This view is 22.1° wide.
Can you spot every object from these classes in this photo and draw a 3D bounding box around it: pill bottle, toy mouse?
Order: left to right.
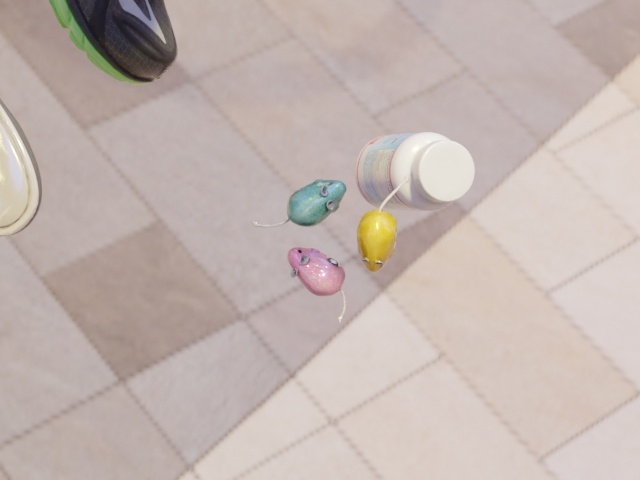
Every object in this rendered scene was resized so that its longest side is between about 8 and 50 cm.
[{"bbox_3d":[0.000,0.000,1.578,0.143,0.161,0.031,13,20,6],"label":"toy mouse"},{"bbox_3d":[0.105,-0.076,1.808,0.087,0.160,0.087,-1,92,-22],"label":"pill bottle"}]

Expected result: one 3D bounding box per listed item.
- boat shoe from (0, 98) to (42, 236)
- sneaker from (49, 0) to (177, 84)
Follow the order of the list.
[{"bbox_3d":[-0.359,-0.127,1.450,0.335,0.095,0.112,42,93,11],"label":"boat shoe"},{"bbox_3d":[-0.234,-0.410,1.988,0.202,0.483,0.185,1,29,15],"label":"sneaker"}]
